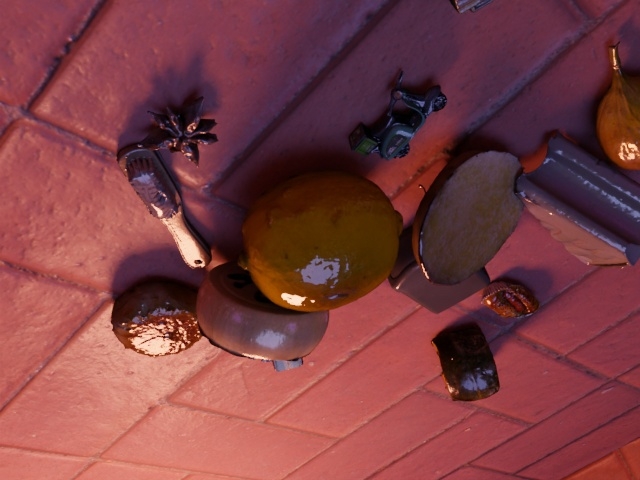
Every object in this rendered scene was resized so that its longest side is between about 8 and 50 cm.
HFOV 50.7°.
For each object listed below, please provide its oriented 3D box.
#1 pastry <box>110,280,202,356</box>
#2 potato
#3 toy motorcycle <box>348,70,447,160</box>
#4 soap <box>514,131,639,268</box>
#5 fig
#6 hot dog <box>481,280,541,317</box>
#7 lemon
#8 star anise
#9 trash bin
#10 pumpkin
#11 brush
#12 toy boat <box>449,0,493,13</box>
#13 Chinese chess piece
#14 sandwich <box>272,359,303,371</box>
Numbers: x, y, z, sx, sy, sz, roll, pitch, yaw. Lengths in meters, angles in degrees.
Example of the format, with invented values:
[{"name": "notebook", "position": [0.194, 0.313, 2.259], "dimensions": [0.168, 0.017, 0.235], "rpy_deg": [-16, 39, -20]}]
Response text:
[{"name": "pastry", "position": [-0.323, 0.164, 1.392], "dimensions": [0.182, 0.093, 0.192], "rpy_deg": [-37, 136, 20]}, {"name": "potato", "position": [0.257, -0.059, 1.285], "dimensions": [0.299, 0.116, 0.239], "rpy_deg": [-42, 133, -21]}, {"name": "toy motorcycle", "position": [0.134, -0.206, 1.152], "dimensions": [0.100, 0.058, 0.173], "rpy_deg": [21, 129, -30]}, {"name": "soap", "position": [0.528, -0.076, 1.405], "dimensions": [0.302, 0.258, 0.159], "rpy_deg": [34, 91, 0]}, {"name": "fig", "position": [0.562, -0.246, 1.213], "dimensions": [0.159, 0.159, 0.257], "rpy_deg": [-28, 122, 13]}, {"name": "hot dog", "position": [0.480, 0.153, 1.691], "dimensions": [0.192, 0.053, 0.099], "rpy_deg": [27, 127, -37]}, {"name": "lemon", "position": [0.003, 0.000, 1.196], "dimensions": [0.284, 0.260, 0.260], "rpy_deg": [-37, 140, -5]}, {"name": "star anise", "position": [-0.213, -0.179, 1.061], "dimensions": [0.124, 0.056, 0.129], "rpy_deg": [17, 130, -33]}, {"name": "trash bin", "position": [0.250, 0.059, 1.469], "dimensions": [0.177, 0.101, 0.236], "rpy_deg": [-35, 139, 18]}, {"name": "pumpkin", "position": [0.383, 0.323, 1.833], "dimensions": [0.139, 0.190, 0.280], "rpy_deg": [-19, -176, 2]}, {"name": "brush", "position": [-0.264, -0.038, 1.205], "dimensions": [0.070, 0.065, 0.327], "rpy_deg": [-20, 142, 0]}, {"name": "toy boat", "position": [0.311, -0.435, 0.919], "dimensions": [0.320, 0.092, 0.141], "rpy_deg": [-27, 141, 11]}, {"name": "Chinese chess piece", "position": [-0.110, 0.131, 1.303], "dimensions": [0.257, 0.257, 0.104], "rpy_deg": [4, 111, -24]}, {"name": "sandwich", "position": [-0.091, 0.246, 1.635], "dimensions": [0.074, 0.074, 0.116], "rpy_deg": [-13, 108, -3]}]
